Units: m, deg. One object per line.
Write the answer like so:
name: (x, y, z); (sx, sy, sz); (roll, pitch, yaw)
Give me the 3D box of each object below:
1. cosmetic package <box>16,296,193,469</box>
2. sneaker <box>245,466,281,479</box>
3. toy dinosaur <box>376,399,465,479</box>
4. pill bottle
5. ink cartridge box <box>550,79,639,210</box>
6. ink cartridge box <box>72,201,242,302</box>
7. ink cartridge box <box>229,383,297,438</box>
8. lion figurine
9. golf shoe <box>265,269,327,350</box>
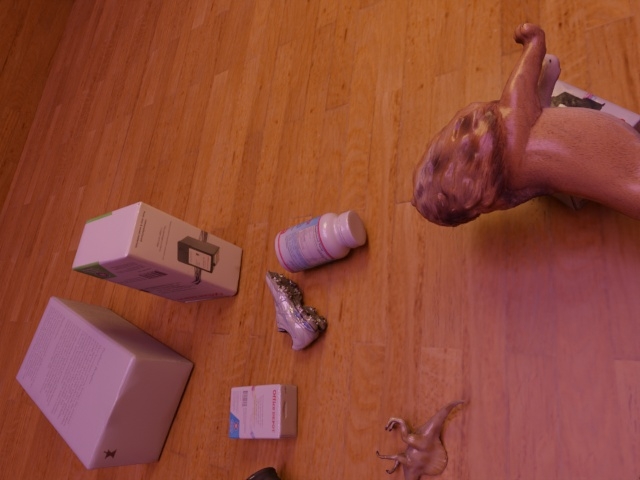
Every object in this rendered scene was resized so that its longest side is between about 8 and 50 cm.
cosmetic package: (-0.526, 0.311, 1.033); (0.452, 0.161, 0.230); (15, 81, 40)
sneaker: (-0.109, 0.521, 0.679); (0.130, 0.109, 0.287); (19, 86, 34)
toy dinosaur: (0.140, 0.289, 0.625); (0.092, 0.053, 0.183); (23, 94, 25)
pill bottle: (0.000, 0.000, 0.808); (0.160, 0.087, 0.087); (-20, 62, 30)
ink cartridge box: (0.335, -0.148, 0.623); (0.127, 0.072, 0.175); (-50, 51, 11)
ink cartridge box: (-0.333, 0.040, 0.923); (0.198, 0.272, 0.115); (-11, 64, 33)
ink cartridge box: (-0.103, 0.309, 0.787); (0.122, 0.052, 0.089); (-16, 64, 33)
lion figurine: (0.302, -0.098, 0.494); (0.391, 0.142, 0.241); (19, 94, 35)
golf shoe: (-0.068, 0.130, 0.825); (0.086, 0.069, 0.176); (-54, 49, 15)
